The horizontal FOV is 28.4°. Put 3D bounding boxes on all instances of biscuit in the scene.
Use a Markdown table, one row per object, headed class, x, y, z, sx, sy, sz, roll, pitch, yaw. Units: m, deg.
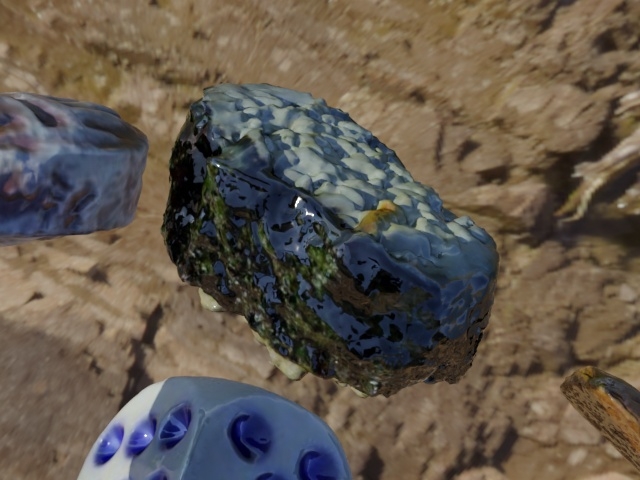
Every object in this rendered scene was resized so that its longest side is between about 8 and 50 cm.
| class | x | y | z | sx | sy | sz | roll | pitch | yaw |
| --- | --- | --- | --- | --- | --- | --- | --- | --- | --- |
| biscuit | 0.412 | 0.244 | 1.502 | 0.052 | 0.262 | 0.277 | -44 | 79 | -8 |

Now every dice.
| class | x | y | z | sx | sy | sz | roll | pitch | yaw |
| --- | --- | --- | --- | --- | --- | --- | --- | --- | --- |
| dice | -0.133 | 0.323 | 1.525 | 0.251 | 0.259 | 0.243 | 34 | 57 | -28 |

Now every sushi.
| class | x | y | z | sx | sy | sz | roll | pitch | yaw |
| --- | --- | --- | --- | --- | --- | --- | --- | --- | --- |
| sushi | 0.000 | 0.000 | 1.146 | 0.350 | 0.211 | 0.170 | 39 | 122 | 24 |

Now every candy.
| class | x | y | z | sx | sy | sz | roll | pitch | yaw |
| --- | --- | --- | --- | --- | --- | --- | --- | --- | --- |
| candy | -0.315 | -0.072 | 1.289 | 0.290 | 0.214 | 0.157 | -3 | 112 | -44 |
